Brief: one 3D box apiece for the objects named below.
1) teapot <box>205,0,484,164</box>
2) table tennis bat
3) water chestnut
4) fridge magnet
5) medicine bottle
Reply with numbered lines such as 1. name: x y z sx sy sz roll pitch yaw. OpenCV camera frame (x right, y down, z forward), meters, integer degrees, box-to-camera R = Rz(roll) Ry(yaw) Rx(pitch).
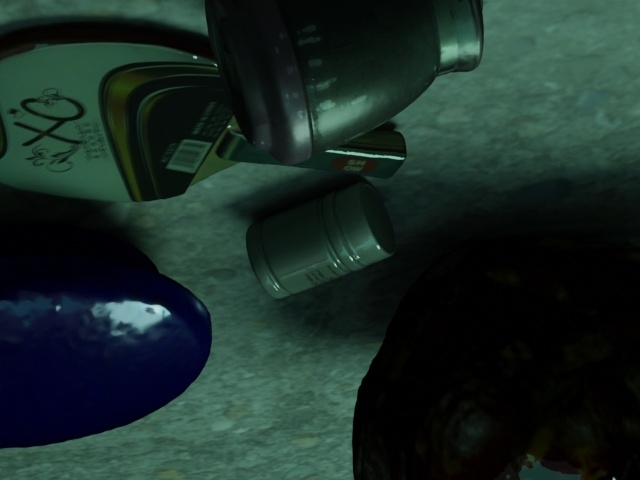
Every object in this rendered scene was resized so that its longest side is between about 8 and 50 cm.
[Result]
1. teapot: 0.013 -0.128 0.826 0.146 0.148 0.116 -18 -172 -9
2. table tennis bat: -0.087 -0.069 0.959 0.301 0.022 0.173 7 147 -24
3. water chestnut: 0.182 0.142 1.193 0.335 0.347 0.335 -3 112 -8
4. fridge magnet: -0.209 0.075 1.079 0.266 0.112 0.265 -7 151 -4
5. medicine bottle: 0.000 0.000 1.068 0.091 0.058 0.058 -21 149 19
